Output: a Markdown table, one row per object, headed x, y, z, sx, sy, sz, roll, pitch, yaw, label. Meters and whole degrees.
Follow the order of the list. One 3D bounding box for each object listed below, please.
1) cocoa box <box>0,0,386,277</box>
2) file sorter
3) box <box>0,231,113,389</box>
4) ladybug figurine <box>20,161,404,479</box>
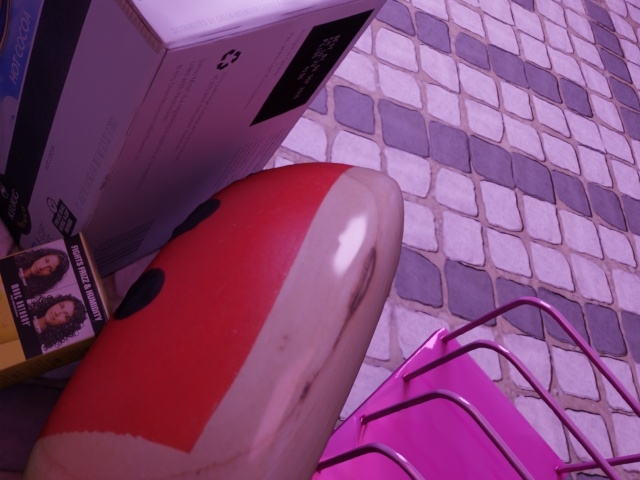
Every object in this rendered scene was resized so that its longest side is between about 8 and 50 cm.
| x | y | z | sx | sy | sz | roll | pitch | yaw | label |
| --- | --- | --- | --- | --- | --- | --- | --- | --- | --- |
| -0.156 | -0.157 | 0.582 | 0.231 | 0.347 | 0.228 | -31 | 81 | -40 | cocoa box |
| 0.126 | 0.214 | 0.604 | 0.291 | 0.182 | 0.202 | -37 | 84 | -31 | file sorter |
| -0.271 | 0.075 | 0.498 | 0.233 | 0.058 | 0.087 | -19 | 72 | -13 | box |
| -0.068 | 0.093 | 0.527 | 0.162 | 0.305 | 0.449 | 27 | 46 | 2 | ladybug figurine |
